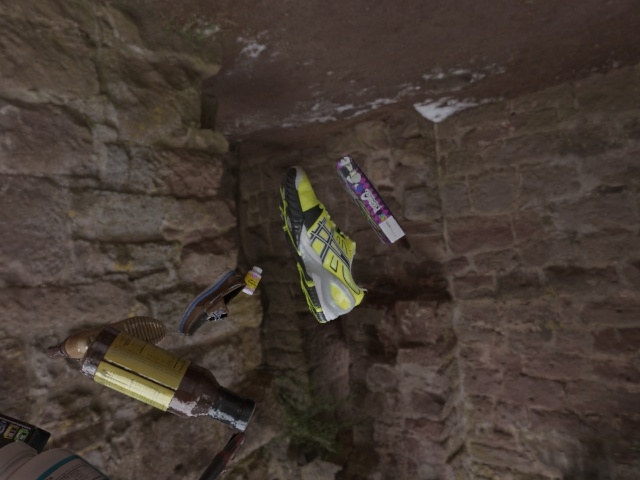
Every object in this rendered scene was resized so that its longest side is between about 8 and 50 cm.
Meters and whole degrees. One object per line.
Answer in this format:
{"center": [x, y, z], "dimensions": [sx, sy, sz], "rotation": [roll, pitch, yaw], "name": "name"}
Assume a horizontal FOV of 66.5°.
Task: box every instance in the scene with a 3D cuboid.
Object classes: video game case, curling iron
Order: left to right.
{"center": [-0.211, 0.471, 1.015], "dimensions": [0.035, 0.068, 0.274], "rotation": [26, -176, 6], "name": "curling iron"}
{"center": [0.112, -0.087, 1.138], "dimensions": [0.042, 0.210, 0.232], "rotation": [-36, 178, 2], "name": "video game case"}

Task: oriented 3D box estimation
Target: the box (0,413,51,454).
{"center": [-0.576, 0.380, 0.806], "dimensions": [0.191, 0.184, 0.045], "rotation": [8, 145, 21], "name": "box"}

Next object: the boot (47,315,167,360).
{"center": [-0.566, 0.263, 1.302], "dimensions": [0.207, 0.090, 0.248], "rotation": [-17, 169, 39], "name": "boot"}

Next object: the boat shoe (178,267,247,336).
{"center": [-0.235, 0.142, 1.078], "dimensions": [0.066, 0.183, 0.066], "rotation": [30, 156, 17], "name": "boat shoe"}

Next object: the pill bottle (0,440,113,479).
{"center": [-0.327, 0.374, 0.632], "dimensions": [0.264, 0.146, 0.146], "rotation": [28, -170, 13], "name": "pill bottle"}

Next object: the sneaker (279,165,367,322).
{"center": [0.000, 0.000, 1.205], "dimensions": [0.147, 0.384, 0.145], "rotation": [-17, -176, -12], "name": "sneaker"}

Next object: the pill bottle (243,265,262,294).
{"center": [-0.212, 0.123, 1.513], "dimensions": [0.043, 0.083, 0.043], "rotation": [23, 163, 8], "name": "pill bottle"}

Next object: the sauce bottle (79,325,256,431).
{"center": [-0.301, 0.291, 0.989], "dimensions": [0.344, 0.111, 0.111], "rotation": [28, 177, -6], "name": "sauce bottle"}
